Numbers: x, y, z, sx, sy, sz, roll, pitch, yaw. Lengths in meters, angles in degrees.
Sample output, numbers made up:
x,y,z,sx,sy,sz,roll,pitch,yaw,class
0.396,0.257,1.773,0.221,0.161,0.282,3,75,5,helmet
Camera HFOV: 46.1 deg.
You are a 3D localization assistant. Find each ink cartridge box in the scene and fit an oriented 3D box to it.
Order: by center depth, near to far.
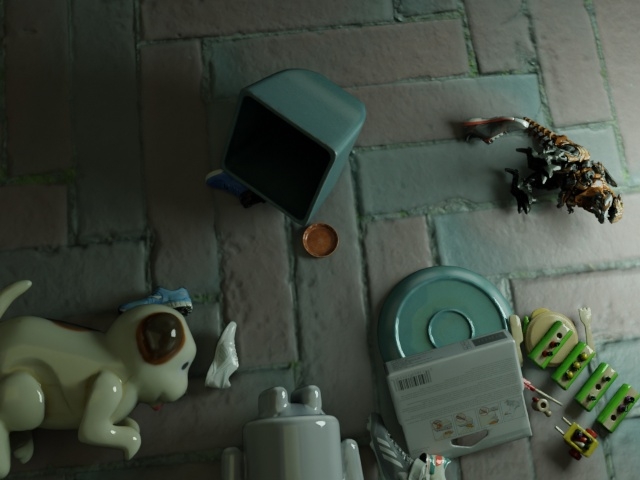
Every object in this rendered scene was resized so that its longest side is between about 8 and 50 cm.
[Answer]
x,y,z,sx,sy,sz,roll,pitch,yaw,class
0.293,0.337,1.591,0.275,0.060,0.239,-16,110,1,ink cartridge box

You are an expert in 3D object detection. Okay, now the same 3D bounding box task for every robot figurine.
x,y,z,sx,sy,sz,roll,pitch,yaw,class
-0.052,0.472,1.504,0.300,0.200,0.353,1,73,-16,robot figurine

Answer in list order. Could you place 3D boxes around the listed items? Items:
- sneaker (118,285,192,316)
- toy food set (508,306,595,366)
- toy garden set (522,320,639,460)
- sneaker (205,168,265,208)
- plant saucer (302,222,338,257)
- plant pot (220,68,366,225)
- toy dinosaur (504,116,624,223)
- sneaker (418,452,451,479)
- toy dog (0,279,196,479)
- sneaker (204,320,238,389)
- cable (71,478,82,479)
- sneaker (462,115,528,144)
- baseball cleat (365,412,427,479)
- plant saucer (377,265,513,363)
x,y,z,sx,sy,sz,roll,pitch,yaw,class
-0.368,0.141,1.675,0.162,0.063,0.073,-8,55,-7,sneaker
0.513,0.216,1.680,0.192,0.038,0.132,-4,81,-8,toy food set
0.547,0.329,1.619,0.244,0.049,0.204,43,78,1,toy garden set
-0.191,-0.118,1.743,0.152,0.058,0.084,0,65,-8,sneaker
0.000,0.000,1.737,0.083,0.013,0.083,1,74,-2,plant saucer
-0.034,-0.238,1.687,0.247,0.248,0.252,36,49,9,plant pot
0.559,-0.157,1.748,0.218,0.164,0.322,-15,36,-20,toy dinosaur
0.240,0.528,1.569,0.075,0.057,0.161,8,79,-13,sneaker
-0.457,0.260,1.531,0.408,0.284,0.395,-13,76,-11,toy dog
-0.206,0.252,1.645,0.061,0.054,0.152,18,80,-6,sneaker
-0.538,0.633,1.514,0.139,0.072,0.287,32,75,2,cable
0.416,-0.258,1.787,0.158,0.061,0.065,2,88,31,sneaker
0.162,0.450,1.562,0.109,0.072,0.206,-19,63,12,baseball cleat
0.286,0.205,1.671,0.317,0.044,0.317,1,74,-2,plant saucer
